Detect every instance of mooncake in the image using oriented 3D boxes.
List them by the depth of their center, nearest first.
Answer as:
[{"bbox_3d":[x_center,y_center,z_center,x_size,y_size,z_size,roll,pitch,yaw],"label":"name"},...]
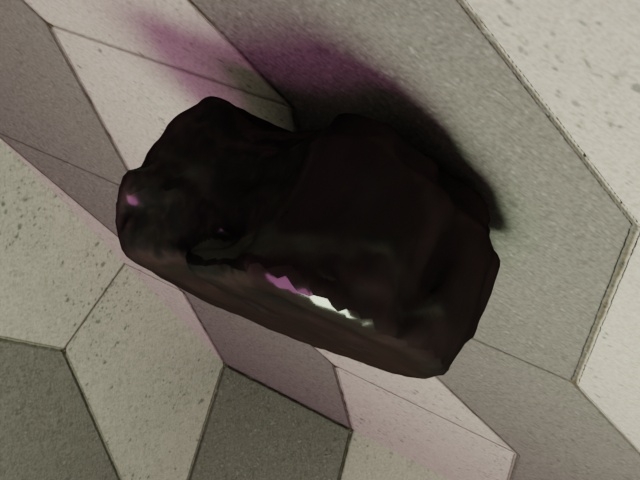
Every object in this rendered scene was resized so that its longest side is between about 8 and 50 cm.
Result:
[{"bbox_3d":[0.000,0.000,1.273,0.381,0.212,0.350,18,163,36],"label":"mooncake"}]
